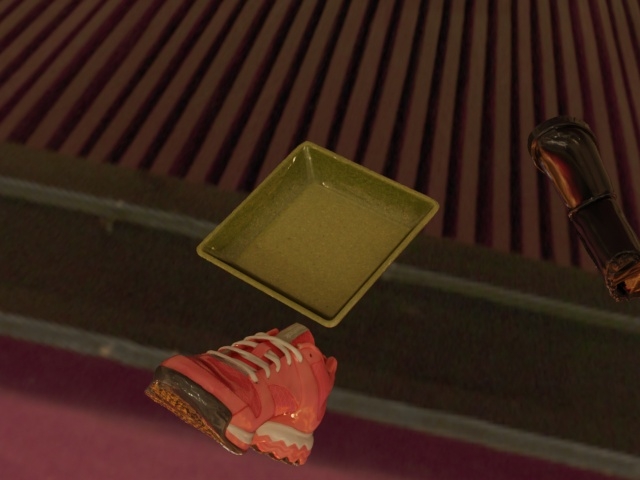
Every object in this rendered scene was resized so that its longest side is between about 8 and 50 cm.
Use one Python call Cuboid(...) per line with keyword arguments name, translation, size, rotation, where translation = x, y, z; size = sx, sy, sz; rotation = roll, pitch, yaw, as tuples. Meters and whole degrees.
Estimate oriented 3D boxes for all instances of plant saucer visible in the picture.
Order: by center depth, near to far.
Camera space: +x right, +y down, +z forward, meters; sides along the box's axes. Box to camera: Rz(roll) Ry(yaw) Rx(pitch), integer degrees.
Cuboid(name="plant saucer", translation=(0.000, 0.000, 1.216), size=(0.188, 0.188, 0.045), rotation=(27, 150, 31))

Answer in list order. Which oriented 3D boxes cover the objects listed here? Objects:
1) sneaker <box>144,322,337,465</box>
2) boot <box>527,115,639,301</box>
Cuboid(name="sneaker", translation=(-0.069, 0.135, 1.168), size=(0.116, 0.314, 0.136), rotation=(29, 86, 23))
Cuboid(name="boot", translation=(0.187, -0.018, 0.788), size=(0.045, 0.099, 0.121), rotation=(-27, 143, 14))
